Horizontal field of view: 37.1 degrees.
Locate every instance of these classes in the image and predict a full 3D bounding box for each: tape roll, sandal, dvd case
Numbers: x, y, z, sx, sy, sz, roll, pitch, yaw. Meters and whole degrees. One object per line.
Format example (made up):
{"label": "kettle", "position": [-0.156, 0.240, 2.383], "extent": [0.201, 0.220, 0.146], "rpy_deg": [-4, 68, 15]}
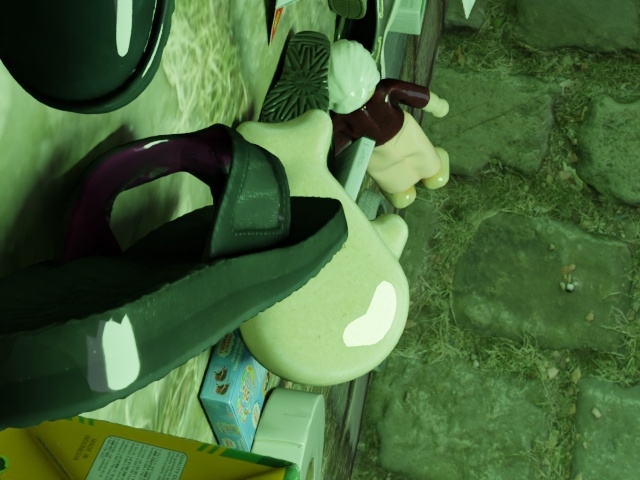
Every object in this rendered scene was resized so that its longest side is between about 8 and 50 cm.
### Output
{"label": "tape roll", "position": [-0.057, 0.402, 1.337], "extent": [0.392, 0.072, 0.392], "rpy_deg": [7, 90, -83]}
{"label": "sandal", "position": [-0.086, -0.011, 0.570], "extent": [0.446, 0.167, 0.107], "rpy_deg": [-42, 123, -76]}
{"label": "dvd case", "position": [0.000, 0.000, 1.216], "extent": [0.180, 0.022, 0.253], "rpy_deg": [157, -47, -77]}

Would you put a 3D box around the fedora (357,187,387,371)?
{"label": "fedora", "position": [0.032, 0.056, 1.419], "extent": [0.244, 0.124, 0.275], "rpy_deg": [-72, 160, -51]}

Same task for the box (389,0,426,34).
{"label": "box", "position": [0.121, -0.404, 1.560], "extent": [0.087, 0.102, 0.101], "rpy_deg": [68, 31, -76]}

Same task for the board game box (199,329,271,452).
{"label": "board game box", "position": [-0.079, 0.114, 1.077], "extent": [0.160, 0.039, 0.211], "rpy_deg": [84, 17, -58]}

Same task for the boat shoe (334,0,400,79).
{"label": "boat shoe", "position": [0.053, -0.277, 1.376], "extent": [0.068, 0.081, 0.228], "rpy_deg": [-21, 129, -53]}

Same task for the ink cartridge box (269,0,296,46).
{"label": "ink cartridge box", "position": [-0.007, -0.299, 0.970], "extent": [0.179, 0.045, 0.145], "rpy_deg": [106, -1, -60]}

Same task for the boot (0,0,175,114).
{"label": "boot", "position": [-0.122, -0.172, 0.342], "extent": [0.207, 0.094, 0.246], "rpy_deg": [-42, 134, -81]}

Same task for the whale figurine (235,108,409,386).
{"label": "whale figurine", "position": [-0.018, 0.010, 0.967], "extent": [0.141, 0.216, 0.272], "rpy_deg": [166, -91, -71]}

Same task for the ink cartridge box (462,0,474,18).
{"label": "ink cartridge box", "position": [0.202, -0.491, 1.328], "extent": [0.239, 0.060, 0.275], "rpy_deg": [-62, 150, -24]}

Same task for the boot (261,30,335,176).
{"label": "boot", "position": [-0.021, -0.119, 1.134], "extent": [0.208, 0.076, 0.190], "rpy_deg": [98, 9, -56]}

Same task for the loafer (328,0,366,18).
{"label": "loafer", "position": [0.039, -0.348, 1.259], "extent": [0.148, 0.056, 0.050], "rpy_deg": [77, 31, -67]}

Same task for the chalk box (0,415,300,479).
{"label": "chalk box", "position": [-0.119, 0.265, 0.559], "extent": [0.180, 0.179, 0.289], "rpy_deg": [-70, 166, -46]}

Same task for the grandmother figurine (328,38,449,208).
{"label": "grandmother figurine", "position": [0.076, -0.164, 1.360], "extent": [0.104, 0.208, 0.342], "rpy_deg": [55, 3, 33]}
